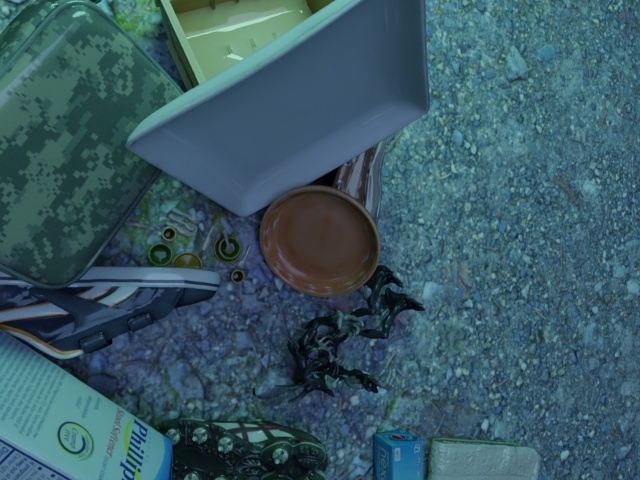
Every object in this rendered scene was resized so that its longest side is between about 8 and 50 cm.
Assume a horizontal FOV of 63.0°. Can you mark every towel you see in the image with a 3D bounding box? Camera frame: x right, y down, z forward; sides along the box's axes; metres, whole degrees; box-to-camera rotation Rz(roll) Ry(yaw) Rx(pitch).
[{"bbox_3d":[0.327,0.499,1.048,0.282,0.049,0.187,12,84,-24],"label":"towel"}]

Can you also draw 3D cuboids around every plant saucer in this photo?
[{"bbox_3d":[0.000,0.000,0.852,0.200,0.200,0.037,54,26,-15],"label":"plant saucer"}]

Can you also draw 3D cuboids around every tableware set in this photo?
[{"bbox_3d":[-0.187,0.022,0.829,0.154,0.024,0.104,28,79,-22],"label":"tableware set"}]

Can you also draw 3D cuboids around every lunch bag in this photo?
[{"bbox_3d":[-0.341,-0.127,0.635,0.305,0.256,0.212,-59,137,-12],"label":"lunch bag"}]

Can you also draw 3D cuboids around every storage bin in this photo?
[{"bbox_3d":[-0.078,-0.292,0.777,0.262,0.123,0.260,-22,78,-16],"label":"storage bin"}]

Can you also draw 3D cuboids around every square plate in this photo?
[{"bbox_3d":[-0.023,-0.164,0.677,0.347,0.344,0.049,-29,75,6],"label":"square plate"}]

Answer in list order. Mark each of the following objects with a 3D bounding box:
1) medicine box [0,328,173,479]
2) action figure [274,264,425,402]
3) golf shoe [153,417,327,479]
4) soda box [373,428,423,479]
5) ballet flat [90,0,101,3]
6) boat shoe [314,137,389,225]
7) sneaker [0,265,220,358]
[{"bbox_3d":[-0.375,0.301,0.621,0.263,0.149,0.289,-44,112,6],"label":"medicine box"},{"bbox_3d":[0.053,0.171,0.877,0.276,0.141,0.164,-46,119,-19],"label":"action figure"},{"bbox_3d":[-0.125,0.332,0.819,0.272,0.120,0.105,12,91,-2],"label":"golf shoe"},{"bbox_3d":[0.140,0.461,0.949,0.067,0.071,0.210,1,89,-24],"label":"soda box"},{"bbox_3d":[-0.370,-0.418,0.730,0.074,0.074,0.203,-33,97,-21],"label":"ballet flat"},{"bbox_3d":[0.042,-0.164,0.885,0.116,0.123,0.325,5,86,-22],"label":"boat shoe"},{"bbox_3d":[-0.302,0.094,0.723,0.321,0.126,0.128,1,85,-14],"label":"sneaker"}]
